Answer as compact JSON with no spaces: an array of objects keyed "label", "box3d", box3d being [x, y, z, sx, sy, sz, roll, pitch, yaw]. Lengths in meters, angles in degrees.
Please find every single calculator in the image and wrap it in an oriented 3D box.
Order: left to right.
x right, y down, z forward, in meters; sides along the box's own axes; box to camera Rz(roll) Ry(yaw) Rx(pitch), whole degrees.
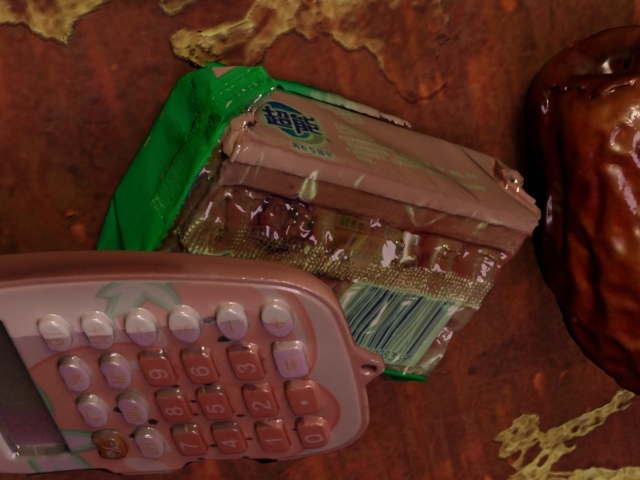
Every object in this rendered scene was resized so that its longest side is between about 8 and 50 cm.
[{"label":"calculator","box3d":[-0.122,0.079,1.013,0.329,0.048,0.220,-2,140,10]}]

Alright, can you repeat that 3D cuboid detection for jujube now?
[{"label":"jujube","box3d":[0.244,-0.009,1.142,0.197,0.197,0.290,-29,120,-5]}]

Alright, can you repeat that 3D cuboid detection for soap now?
[{"label":"soap","box3d":[0.001,0.001,1.077,0.273,0.098,0.218,13,118,-36]}]
